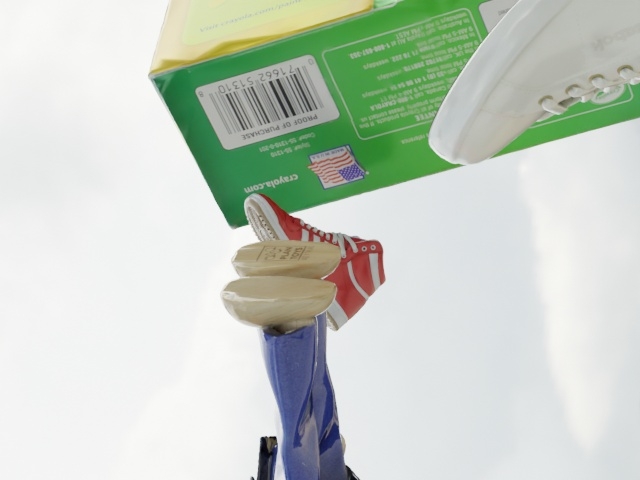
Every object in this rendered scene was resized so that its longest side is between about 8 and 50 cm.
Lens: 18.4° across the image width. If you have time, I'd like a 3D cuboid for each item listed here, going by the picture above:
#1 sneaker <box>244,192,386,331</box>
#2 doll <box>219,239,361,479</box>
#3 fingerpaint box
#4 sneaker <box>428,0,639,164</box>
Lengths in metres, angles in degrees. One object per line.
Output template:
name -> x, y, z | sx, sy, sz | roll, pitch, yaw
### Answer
sneaker -> 0.000, 0.000, 1.409 | 0.067, 0.042, 0.118 | -40, -70, -13
doll -> -0.006, 0.097, 0.725 | 0.129, 0.046, 0.189 | -77, -15, -71
fingerpaint box -> 0.121, -0.224, 1.544 | 0.371, 0.444, 0.163 | -83, -27, -52
sneaker -> 0.196, -0.126, 1.210 | 0.290, 0.123, 0.106 | -43, -10, 15
